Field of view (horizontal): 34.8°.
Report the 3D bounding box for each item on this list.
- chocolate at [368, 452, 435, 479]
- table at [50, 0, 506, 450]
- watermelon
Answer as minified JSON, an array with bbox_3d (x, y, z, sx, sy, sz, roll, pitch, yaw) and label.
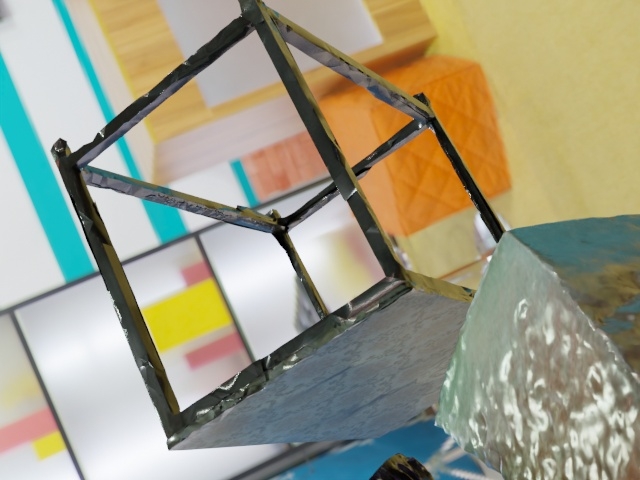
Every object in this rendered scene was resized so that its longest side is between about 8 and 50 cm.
[{"bbox_3d":[0.074,0.178,0.523,0.147,0.072,0.070,45,112,25],"label":"chocolate"},{"bbox_3d":[0.000,0.000,0.865,0.335,0.222,0.272,17,-139,-60],"label":"table"},{"bbox_3d":[0.214,0.061,0.455,0.302,0.264,0.151,-132,43,-75],"label":"watermelon"}]
